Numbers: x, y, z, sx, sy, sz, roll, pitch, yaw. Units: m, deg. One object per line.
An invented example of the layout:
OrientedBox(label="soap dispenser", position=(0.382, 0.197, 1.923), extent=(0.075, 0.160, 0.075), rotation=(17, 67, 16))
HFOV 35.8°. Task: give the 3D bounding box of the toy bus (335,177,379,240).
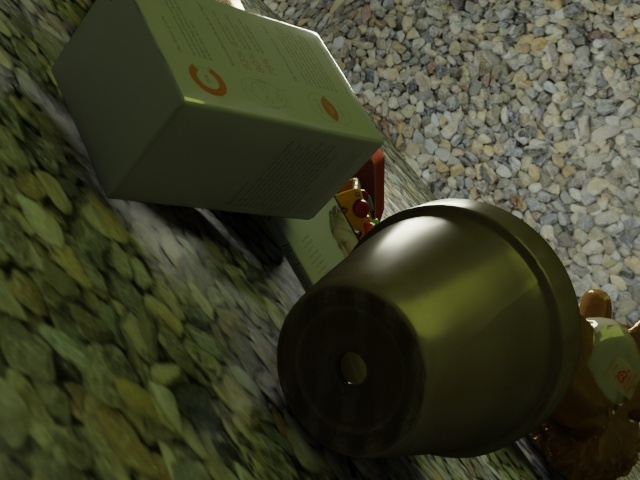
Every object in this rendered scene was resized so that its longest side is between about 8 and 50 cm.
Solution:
OrientedBox(label="toy bus", position=(0.053, -0.007, 1.747), extent=(0.191, 0.104, 0.202), rotation=(62, 12, -58))

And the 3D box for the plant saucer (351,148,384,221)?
OrientedBox(label="plant saucer", position=(0.073, -0.187, 2.237), extent=(0.259, 0.047, 0.258), rotation=(55, -16, 30))

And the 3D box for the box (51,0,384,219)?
OrientedBox(label="box", position=(-0.122, -0.168, 1.247), extent=(0.345, 0.168, 0.215), rotation=(6, 47, -48))

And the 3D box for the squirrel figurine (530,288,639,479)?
OrientedBox(label="squirrel figurine", position=(0.463, 0.286, 1.920), extent=(0.370, 0.280, 0.397), rotation=(170, -83, -68))

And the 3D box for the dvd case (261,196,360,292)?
OrientedBox(label="dvd case", position=(0.000, 0.000, 1.453), extent=(0.253, 0.022, 0.180), rotation=(60, 32, -11))

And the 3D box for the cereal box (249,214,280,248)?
OrientedBox(label="cereal box", position=(-0.091, -0.084, 1.635), extent=(0.173, 0.047, 0.240), rotation=(47, 11, -6))

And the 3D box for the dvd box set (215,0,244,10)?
OrientedBox(label="dvd box set", position=(-0.164, -0.244, 1.517), extent=(0.307, 0.062, 0.421), rotation=(2, 58, -56))

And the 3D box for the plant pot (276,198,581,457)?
OrientedBox(label="plant pot", position=(0.105, 0.120, 1.152), extent=(0.323, 0.323, 0.280), rotation=(51, 28, 17))
